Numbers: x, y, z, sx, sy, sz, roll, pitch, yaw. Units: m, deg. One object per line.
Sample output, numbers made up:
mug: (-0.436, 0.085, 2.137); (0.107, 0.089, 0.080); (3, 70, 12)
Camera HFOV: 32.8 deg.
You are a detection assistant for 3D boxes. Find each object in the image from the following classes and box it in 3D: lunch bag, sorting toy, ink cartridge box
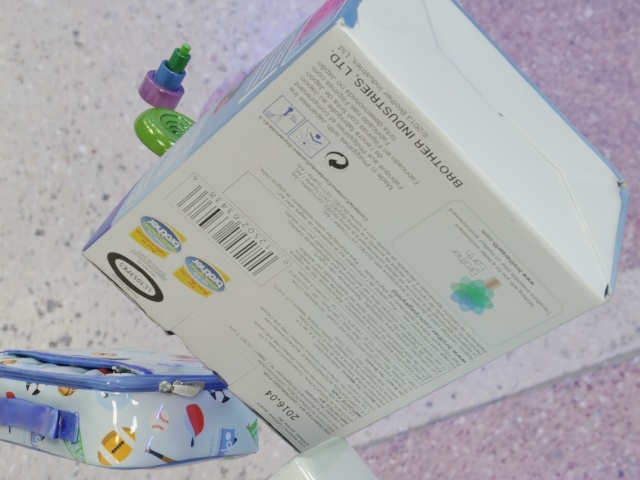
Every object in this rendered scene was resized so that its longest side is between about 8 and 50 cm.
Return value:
lunch bag: (-0.221, 0.172, 1.154); (0.243, 0.303, 0.115); (8, 83, -48)
sorting toy: (-0.182, -0.172, 1.559); (0.127, 0.126, 0.365); (17, 32, -31)
ink cartridge box: (0.000, 0.000, 0.869); (0.270, 0.395, 0.151); (44, 39, -12)

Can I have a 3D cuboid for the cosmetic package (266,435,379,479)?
cosmetic package: (0.058, 0.384, 0.737); (0.230, 0.161, 0.453); (-41, 78, 7)
